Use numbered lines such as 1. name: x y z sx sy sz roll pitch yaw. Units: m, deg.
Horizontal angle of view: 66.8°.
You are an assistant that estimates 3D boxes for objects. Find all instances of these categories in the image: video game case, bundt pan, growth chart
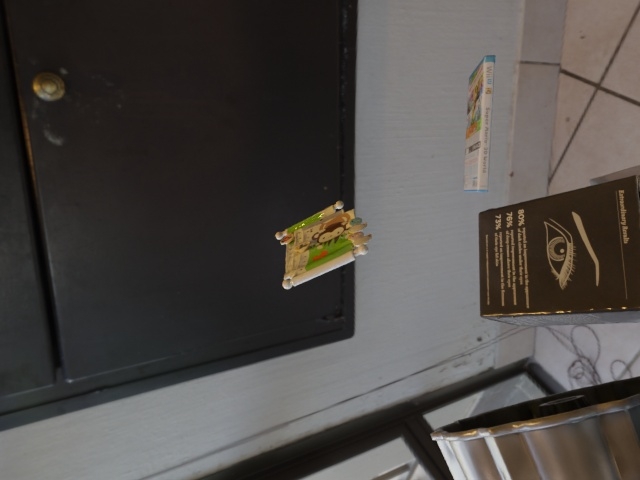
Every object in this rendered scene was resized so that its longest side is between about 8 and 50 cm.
1. video game case: 0.213 -0.149 0.655 0.119 0.015 0.166 -35 -53 -80
2. bundt pan: 0.310 0.250 0.574 0.331 0.330 0.124 -46 54 55
3. growth chart: 0.000 0.000 0.845 0.021 0.172 0.237 58 -173 -24

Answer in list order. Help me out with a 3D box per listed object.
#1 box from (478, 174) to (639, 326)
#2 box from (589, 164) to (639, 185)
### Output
1. box: 0.317 0.026 0.613 0.207 0.108 0.153 -13 67 49
2. box: 0.745 -0.005 1.066 0.179 0.343 0.313 -16 93 25
